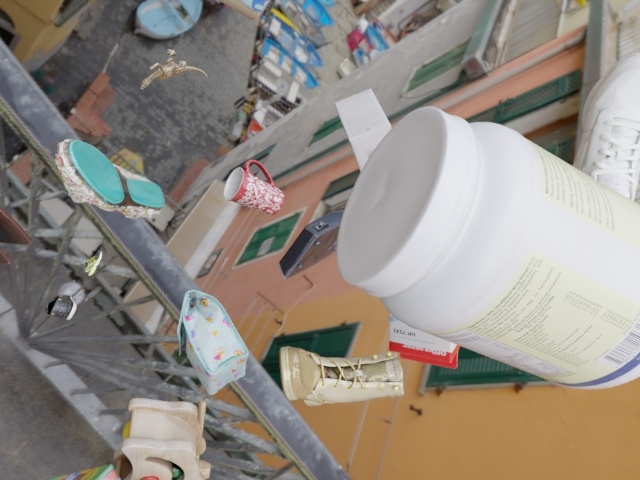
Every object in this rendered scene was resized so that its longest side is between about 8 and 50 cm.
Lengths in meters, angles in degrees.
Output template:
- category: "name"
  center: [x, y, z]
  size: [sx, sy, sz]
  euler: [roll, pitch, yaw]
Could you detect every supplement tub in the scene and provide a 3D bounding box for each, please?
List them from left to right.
- category: "supplement tub"
  center: [0.206, 0.013, 0.577]
  size: [0.325, 0.235, 0.235]
  euler: [23, 59, -19]

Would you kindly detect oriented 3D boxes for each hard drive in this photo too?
- category: "hard drive"
  center: [0.000, 0.000, 1.321]
  size: [0.054, 0.172, 0.255]
  euler: [44, 30, 12]

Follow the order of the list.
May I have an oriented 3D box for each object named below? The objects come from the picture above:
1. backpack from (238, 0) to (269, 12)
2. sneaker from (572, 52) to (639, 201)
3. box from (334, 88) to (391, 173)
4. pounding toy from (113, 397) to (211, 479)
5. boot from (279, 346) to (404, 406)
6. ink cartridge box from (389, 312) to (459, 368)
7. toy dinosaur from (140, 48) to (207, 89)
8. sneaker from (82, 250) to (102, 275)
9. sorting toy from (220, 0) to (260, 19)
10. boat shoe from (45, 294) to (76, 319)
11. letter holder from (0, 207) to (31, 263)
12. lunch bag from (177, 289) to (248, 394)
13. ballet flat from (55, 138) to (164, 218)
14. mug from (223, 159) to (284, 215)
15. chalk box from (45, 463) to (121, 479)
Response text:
- category: "backpack"
  center: [-0.091, -0.390, 0.532]
  size: [0.254, 0.191, 0.225]
  euler: [32, 35, -36]
- category: "sneaker"
  center: [0.430, -0.108, 0.741]
  size: [0.152, 0.114, 0.304]
  euler: [-61, 162, -65]
- category: "box"
  center: [0.106, -0.231, 1.136]
  size: [0.170, 0.091, 0.130]
  euler: [-104, 170, -46]
- category: "pounding toy"
  center: [-0.273, 0.335, 0.860]
  size: [0.154, 0.269, 0.154]
  euler: [-3, 44, -7]
- category: "boot"
  center: [0.046, 0.243, 0.933]
  size: [0.262, 0.204, 0.095]
  euler: [61, 22, -58]
- category: "ink cartridge box"
  center: [0.217, 0.165, 1.063]
  size: [0.078, 0.134, 0.230]
  euler: [-27, 118, -60]
- category: "toy dinosaur"
  center: [-0.369, -0.431, 1.283]
  size: [0.183, 0.093, 0.053]
  euler: [-25, 86, -28]
- category: "sneaker"
  center: [-0.692, 0.065, 1.556]
  size: [0.035, 0.031, 0.083]
  euler: [29, 65, -28]
- category: "sorting toy"
  center: [-0.204, -0.583, 0.932]
  size: [0.307, 0.229, 0.041]
  euler: [26, 30, -17]
- category: "boat shoe"
  center: [-0.522, 0.129, 1.022]
  size: [0.042, 0.133, 0.048]
  euler: [27, 75, -31]
- category: "letter holder"
  center: [-0.957, -0.004, 1.388]
  size: [0.215, 0.301, 0.151]
  euler: [2, 63, -1]
- category: "lunch bag"
  center: [-0.339, 0.294, 1.526]
  size: [0.160, 0.223, 0.262]
  euler: [-28, 69, -26]
- category: "ballet flat"
  center: [-0.319, -0.074, 0.757]
  size: [0.241, 0.077, 0.091]
  euler: [43, 31, -72]
- category: "mug"
  center: [-0.202, -0.167, 1.659]
  size: [0.169, 0.113, 0.150]
  euler: [24, 103, -34]
- category: "chalk box"
  center: [-0.347, 0.419, 0.727]
  size: [0.132, 0.213, 0.132]
  euler: [63, 26, -5]
